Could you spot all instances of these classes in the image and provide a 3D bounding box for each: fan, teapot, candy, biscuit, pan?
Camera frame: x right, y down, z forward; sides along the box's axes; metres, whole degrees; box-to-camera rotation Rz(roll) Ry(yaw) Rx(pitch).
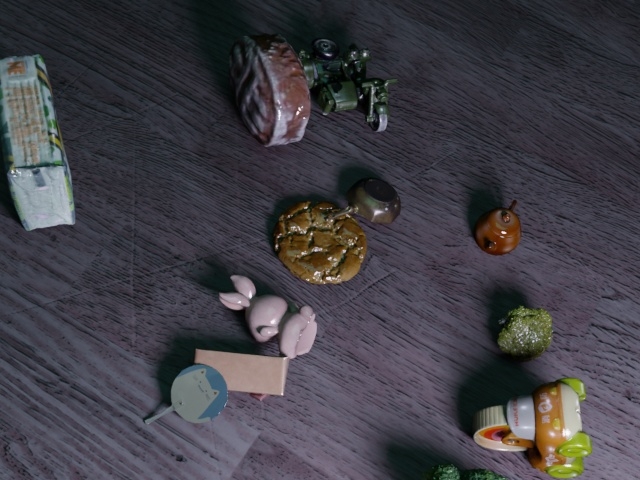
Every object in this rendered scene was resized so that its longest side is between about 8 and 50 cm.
[{"bbox_3d":[-0.265,0.314,1.708,0.175,0.005,0.113,-29,83,-5],"label":"fan"},{"bbox_3d":[0.419,-0.032,2.030,0.116,0.116,0.173,30,57,9],"label":"teapot"},{"bbox_3d":[-0.117,-0.359,2.070,0.157,0.214,0.289,-12,62,-24],"label":"candy"},{"bbox_3d":[0.000,0.000,1.970,0.226,0.042,0.225,5,57,-7],"label":"biscuit"},{"bbox_3d":[0.112,-0.081,2.008,0.128,0.048,0.202,33,44,9],"label":"pan"}]

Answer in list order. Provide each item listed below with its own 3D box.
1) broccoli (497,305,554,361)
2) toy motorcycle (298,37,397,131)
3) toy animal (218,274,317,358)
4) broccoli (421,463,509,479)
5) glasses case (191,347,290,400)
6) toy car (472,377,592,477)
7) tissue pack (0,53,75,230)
[{"bbox_3d":[0.441,0.199,1.893,0.131,0.130,0.120,-24,28,-7],"label":"broccoli"},{"bbox_3d":[0.059,-0.390,2.177,0.205,0.127,0.275,-11,58,-21],"label":"toy motorcycle"},{"bbox_3d":[-0.111,0.157,1.819,0.213,0.124,0.124,30,57,19],"label":"toy animal"},{"bbox_3d":[0.267,0.533,1.592,0.270,0.270,0.270,-35,67,6],"label":"broccoli"},{"bbox_3d":[-0.160,0.276,1.750,0.194,0.070,0.102,5,81,2],"label":"glasses case"},{"bbox_3d":[0.410,0.369,1.724,0.235,0.235,0.145,8,57,-6],"label":"toy car"},{"bbox_3d":[-0.615,-0.209,1.869,0.128,0.228,0.310,-10,61,-16],"label":"tissue pack"}]
